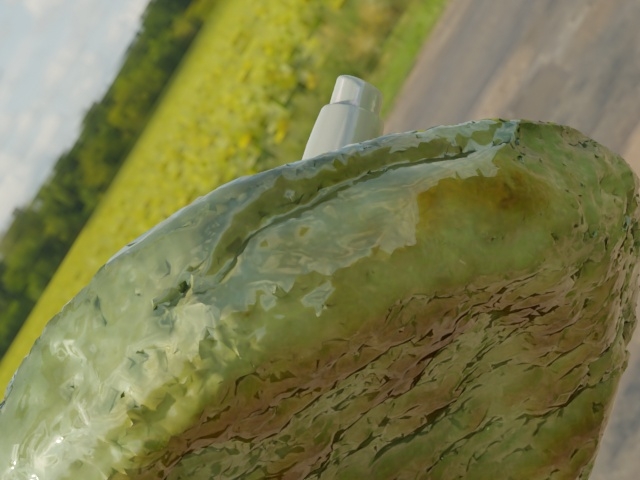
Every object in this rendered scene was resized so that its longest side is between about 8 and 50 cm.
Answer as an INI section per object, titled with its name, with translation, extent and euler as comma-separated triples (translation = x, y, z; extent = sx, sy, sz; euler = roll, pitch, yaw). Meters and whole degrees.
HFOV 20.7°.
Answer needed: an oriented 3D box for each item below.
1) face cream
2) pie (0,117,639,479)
[face cream]
translation = 0.000, 0.000, 1.241
extent = 0.101, 0.101, 0.251
euler = 142, 144, -71
[pie]
translation = 0.004, 0.075, 0.613
extent = 0.303, 0.067, 0.302
euler = -25, -33, -18
